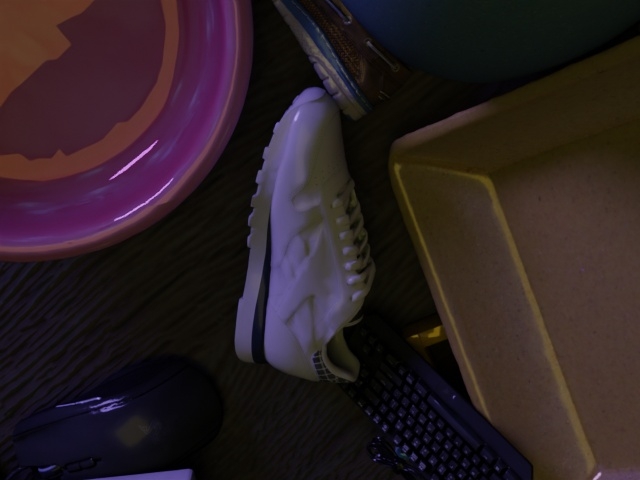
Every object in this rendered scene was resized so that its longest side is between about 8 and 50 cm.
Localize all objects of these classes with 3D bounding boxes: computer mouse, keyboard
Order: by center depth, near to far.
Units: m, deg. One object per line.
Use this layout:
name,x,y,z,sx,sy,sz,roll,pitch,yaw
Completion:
keyboard,0.075,0.152,0.796,0.180,0.023,0.108,45,129,26
computer mouse,-0.193,0.216,0.877,0.261,0.060,0.184,-18,104,11

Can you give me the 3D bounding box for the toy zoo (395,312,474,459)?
toy zoo,0.195,0.119,0.824,0.293,0.030,0.192,-22,104,12

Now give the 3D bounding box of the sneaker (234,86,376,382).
sneaker,0.000,0.000,0.766,0.094,0.090,0.235,17,122,18

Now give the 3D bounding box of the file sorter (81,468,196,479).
file sorter,-0.180,0.356,0.832,0.192,0.173,0.278,-7,120,5

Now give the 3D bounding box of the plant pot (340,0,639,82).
plant pot,0.104,-0.211,0.622,0.290,0.290,0.195,10,143,2

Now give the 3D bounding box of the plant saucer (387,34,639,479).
plant saucer,0.228,0.039,0.669,0.332,0.081,0.333,-19,92,49

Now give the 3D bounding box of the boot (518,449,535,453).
boot,0.161,0.193,0.813,0.118,0.042,0.087,2,110,5

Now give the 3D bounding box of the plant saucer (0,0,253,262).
plant saucer,-0.214,-0.150,0.719,0.331,0.084,0.332,-3,114,-7

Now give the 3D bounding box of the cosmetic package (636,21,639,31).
cosmetic package,0.298,-0.227,0.653,0.107,0.127,0.238,19,111,0

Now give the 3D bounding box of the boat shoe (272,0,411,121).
boat shoe,0.001,-0.178,0.734,0.066,0.066,0.183,-31,113,9
